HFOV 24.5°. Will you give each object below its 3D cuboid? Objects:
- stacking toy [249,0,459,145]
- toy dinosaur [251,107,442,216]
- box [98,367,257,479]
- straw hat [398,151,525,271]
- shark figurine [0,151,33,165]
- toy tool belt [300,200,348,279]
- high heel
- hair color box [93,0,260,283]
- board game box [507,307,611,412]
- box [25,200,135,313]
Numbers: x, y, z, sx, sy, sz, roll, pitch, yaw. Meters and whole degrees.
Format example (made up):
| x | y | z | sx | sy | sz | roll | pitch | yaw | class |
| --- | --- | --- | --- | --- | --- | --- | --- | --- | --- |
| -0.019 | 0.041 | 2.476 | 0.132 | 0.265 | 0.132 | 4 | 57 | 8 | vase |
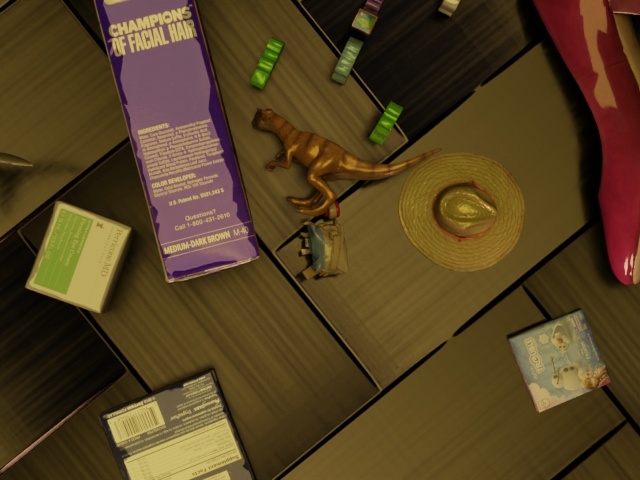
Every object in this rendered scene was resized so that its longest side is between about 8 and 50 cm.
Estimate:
| x | y | z | sx | sy | sz | roll | pitch | yaw | class |
| --- | --- | --- | --- | --- | --- | --- | --- | --- | --- |
| 0.045 | -0.235 | 1.638 | 0.167 | 0.052 | 0.221 | 27 | 90 | -1 | stacking toy |
| 0.011 | -0.082 | 1.605 | 0.211 | 0.064 | 0.112 | 21 | 102 | 11 | toy dinosaur |
| -0.140 | 0.270 | 1.623 | 0.136 | 0.036 | 0.225 | -21 | 89 | -3 | box |
| 0.161 | -0.033 | 1.633 | 0.144 | 0.061 | 0.144 | 0 | 88 | -3 | straw hat |
| -0.405 | -0.041 | 1.570 | 0.116 | 0.278 | 0.166 | -3 | 54 | -39 | shark figurine |
| 0.000 | 0.000 | 1.629 | 0.051 | 0.052 | 0.083 | -8 | 89 | -12 | toy tool belt |
| 0.303 | -0.144 | 1.643 | 0.181 | 0.127 | 0.377 | 6 | 93 | 26 | high heel |
| -0.153 | -0.130 | 1.556 | 0.110 | 0.185 | 0.339 | -16 | 91 | -3 | hair color box |
| 0.269 | 0.134 | 1.657 | 0.090 | 0.020 | 0.090 | -23 | 91 | -2 | board game box |
| -0.257 | 0.019 | 1.589 | 0.087 | 0.102 | 0.101 | 20 | 87 | -5 | box |
